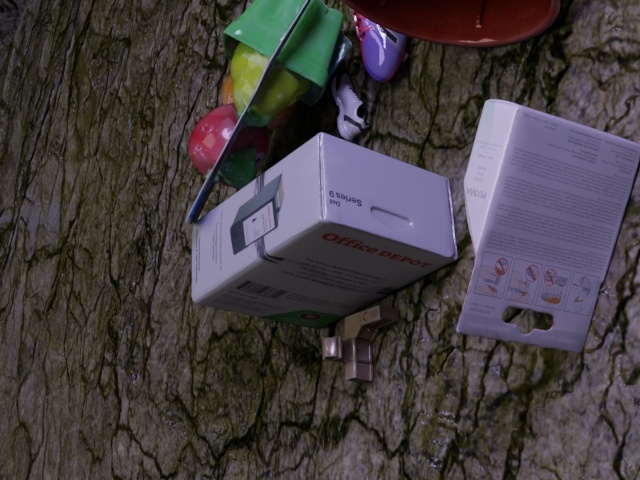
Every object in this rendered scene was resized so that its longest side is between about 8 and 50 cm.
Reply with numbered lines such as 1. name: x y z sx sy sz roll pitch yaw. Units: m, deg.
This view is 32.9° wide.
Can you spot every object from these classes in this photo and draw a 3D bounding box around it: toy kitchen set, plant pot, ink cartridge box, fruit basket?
1. toy kitchen set: 0.051 0.129 1.371 0.075 0.068 0.083 -25 59 49
2. plant pot: 0.164 -0.404 1.248 0.272 0.272 0.265 -6 66 55
3. ink cartridge box: 0.000 0.000 1.367 0.289 0.211 0.121 -31 53 46
4. fruit basket: -0.089 -0.175 1.531 0.327 0.165 0.353 -177 109 -85
5. ink cartridge box: 0.216 -0.010 1.081 0.056 0.181 0.224 25 101 56

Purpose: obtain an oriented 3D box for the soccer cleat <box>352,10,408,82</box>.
1. soccer cleat: 0.068 -0.335 1.488 0.083 0.095 0.248 -21 61 51

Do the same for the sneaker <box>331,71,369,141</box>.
1. sneaker: 0.045 -0.193 1.529 0.044 0.040 0.109 -26 60 29
